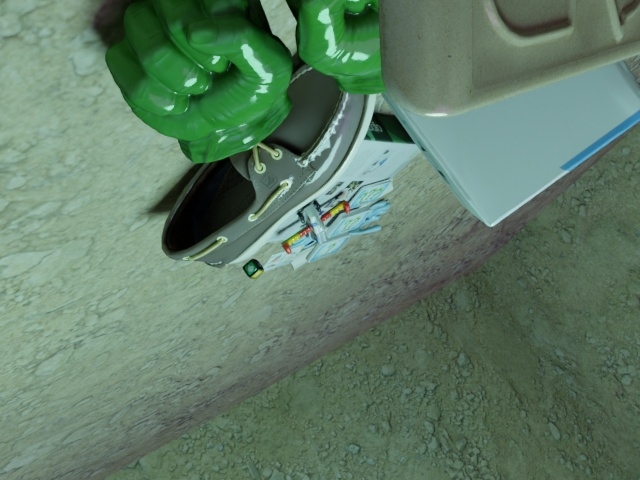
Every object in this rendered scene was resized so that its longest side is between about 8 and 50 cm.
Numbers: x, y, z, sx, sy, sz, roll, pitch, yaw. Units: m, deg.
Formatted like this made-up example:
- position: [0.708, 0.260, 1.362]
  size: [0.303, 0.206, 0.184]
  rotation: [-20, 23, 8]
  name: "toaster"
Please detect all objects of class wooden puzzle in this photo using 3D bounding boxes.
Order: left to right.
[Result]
- position: [0.162, -0.276, 0.494]
  size: [0.347, 0.080, 0.322]
  rotation: [-20, 117, -32]
  name: "wooden puzzle"

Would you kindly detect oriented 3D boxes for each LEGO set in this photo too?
- position: [0.000, 0.000, 1.082]
  size: [0.244, 0.060, 0.182]
  rotation: [-18, 154, -47]
  name: "LEGO set"

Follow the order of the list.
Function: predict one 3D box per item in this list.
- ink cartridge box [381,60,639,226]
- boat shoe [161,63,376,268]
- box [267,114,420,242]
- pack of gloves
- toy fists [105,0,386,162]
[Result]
- position: [0.200, -0.161, 0.826]
  size: [0.198, 0.197, 0.270]
  rotation: [-37, -178, 9]
  name: "ink cartridge box"
- position: [-0.066, -0.082, 0.799]
  size: [0.096, 0.117, 0.324]
  rotation: [-6, 149, -50]
  name: "boat shoe"
- position: [-0.003, -0.087, 1.022]
  size: [0.232, 0.059, 0.322]
  rotation: [-42, 164, 27]
  name: "box"
- position: [0.049, -0.019, 1.352]
  size: [0.232, 0.046, 0.195]
  rotation: [-32, 165, -9]
  name: "pack of gloves"
- position: [-0.027, -0.161, 0.554]
  size: [0.279, 0.096, 0.142]
  rotation: [-20, 135, 9]
  name: "toy fists"
